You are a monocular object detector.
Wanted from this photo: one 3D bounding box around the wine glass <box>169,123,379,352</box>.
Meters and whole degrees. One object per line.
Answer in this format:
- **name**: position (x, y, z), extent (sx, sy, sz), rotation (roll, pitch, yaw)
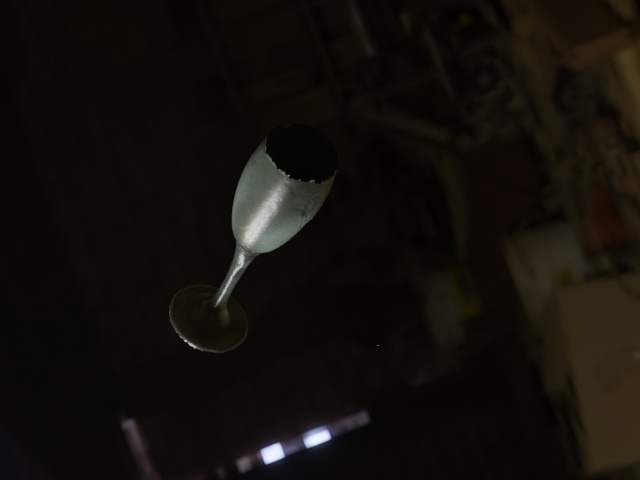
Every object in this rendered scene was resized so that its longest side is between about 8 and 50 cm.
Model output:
- **wine glass**: position (0.000, 0.000, 2.018), extent (0.309, 0.264, 0.096), rotation (-58, 40, 44)
